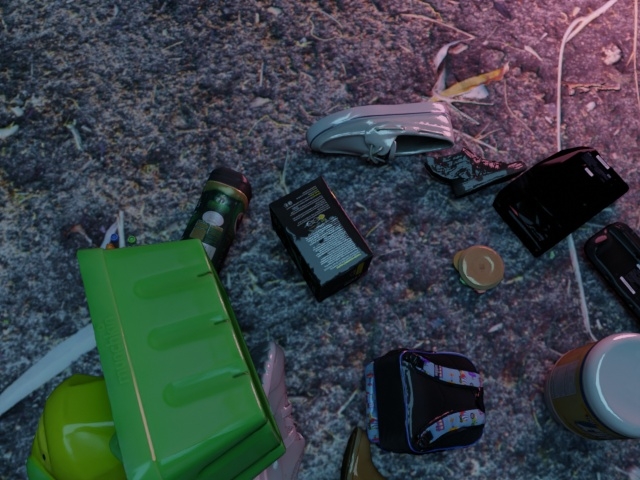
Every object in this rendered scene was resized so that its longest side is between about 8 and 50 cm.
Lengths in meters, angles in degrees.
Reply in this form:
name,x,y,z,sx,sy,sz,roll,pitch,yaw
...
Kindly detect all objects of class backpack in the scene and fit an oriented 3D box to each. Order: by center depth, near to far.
name,x,y,z,sx,sy,sz,roll,pitch,yaw
backpack,0.168,0.248,0.987,0.173,0.117,0.158,8,69,-34

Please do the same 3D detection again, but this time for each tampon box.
name,x,y,z,sx,sy,sz,roll,pitch,yaw
tampon box,0.000,0.000,1.058,0.101,0.120,0.161,-30,76,-11

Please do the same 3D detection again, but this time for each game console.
name,x,y,z,sx,sy,sz,roll,pitch,yaw
game console,0.490,0.007,1.119,0.213,0.044,0.361,-33,76,-10

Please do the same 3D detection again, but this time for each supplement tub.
name,x,y,z,sx,sy,sz,roll,pitch,yaw
supplement tub,0.431,0.225,0.961,0.144,0.200,0.144,1,71,-2

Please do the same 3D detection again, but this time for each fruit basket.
name,x,y,z,sx,sy,sz,roll,pitch,yaw
fruit basket,-0.270,0.222,0.887,0.391,0.283,0.392,-4,56,6

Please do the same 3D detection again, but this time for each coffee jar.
name,x,y,z,sx,sy,sz,roll,pitch,yaw
coffee jar,-0.178,-0.028,1.074,0.079,0.096,0.184,21,71,2

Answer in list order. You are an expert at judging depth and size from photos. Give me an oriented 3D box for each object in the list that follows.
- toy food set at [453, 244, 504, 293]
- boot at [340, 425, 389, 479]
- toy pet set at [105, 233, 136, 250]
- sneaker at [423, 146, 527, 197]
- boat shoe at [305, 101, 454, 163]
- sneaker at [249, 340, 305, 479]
name,x,y,z,sx,sy,sz,roll,pitch,yaw
toy food set,0.277,0.049,1.107,0.083,0.020,0.083,-19,74,-9
boot,0.108,0.387,0.968,0.152,0.073,0.197,5,76,-5
toy pet set,-0.308,0.039,1.062,0.122,0.065,0.114,7,72,0
sneaker,0.279,-0.135,1.151,0.170,0.051,0.089,-21,78,-5
boat shoe,0.110,-0.181,1.142,0.267,0.096,0.088,-7,67,-13
sneaker,-0.079,0.298,0.988,0.115,0.105,0.281,19,62,-33
